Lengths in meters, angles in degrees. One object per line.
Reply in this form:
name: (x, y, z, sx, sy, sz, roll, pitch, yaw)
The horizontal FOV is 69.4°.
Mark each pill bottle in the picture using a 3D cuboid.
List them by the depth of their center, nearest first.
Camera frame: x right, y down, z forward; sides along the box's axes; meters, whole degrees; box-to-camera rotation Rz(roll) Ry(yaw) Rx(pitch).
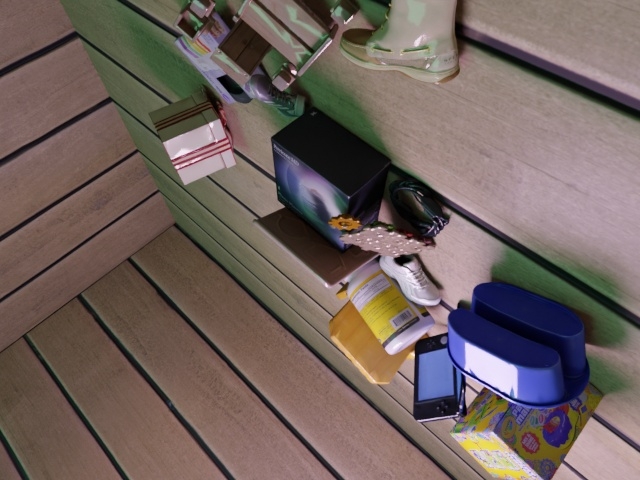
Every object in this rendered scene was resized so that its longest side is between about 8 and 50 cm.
pill bottle: (0.210, 0.194, 1.547, 0.334, 0.188, 0.188, 55, 161, 22)

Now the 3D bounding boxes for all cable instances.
cable: (0.256, -0.089, 1.233, 0.184, 0.047, 0.150, 43, 163, 6)

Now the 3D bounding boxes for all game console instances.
game console: (0.362, 0.377, 1.425, 0.250, 0.293, 0.173, -25, 126, 34)

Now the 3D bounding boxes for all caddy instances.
caddy: (0.472, 0.258, 1.136, 0.341, 0.241, 0.179, 25, 144, 45)

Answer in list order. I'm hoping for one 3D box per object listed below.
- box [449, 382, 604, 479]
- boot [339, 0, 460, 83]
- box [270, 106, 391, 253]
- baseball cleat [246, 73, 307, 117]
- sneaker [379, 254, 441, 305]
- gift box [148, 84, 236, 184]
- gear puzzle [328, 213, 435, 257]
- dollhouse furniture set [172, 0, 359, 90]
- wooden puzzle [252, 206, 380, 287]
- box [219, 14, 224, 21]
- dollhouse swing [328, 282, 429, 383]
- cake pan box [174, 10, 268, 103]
box: (0.558, 0.487, 1.283, 0.177, 0.290, 0.279, 44, 158, 12)
boot: (0.135, -0.412, 0.842, 0.262, 0.095, 0.203, 31, 153, 32)
box: (0.021, -0.169, 1.345, 0.296, 0.183, 0.294, 39, 155, 21)
baseball cleat: (-0.105, -0.401, 1.275, 0.110, 0.072, 0.206, 6, 175, 30)
sneaker: (0.285, 0.108, 1.438, 0.232, 0.090, 0.115, 42, 154, 14)
gift box: (-0.484, -0.419, 1.781, 0.276, 0.258, 0.255, 58, 168, 32)
gear puzzle: (0.151, -0.020, 1.276, 0.339, 0.044, 0.176, 18, 157, -38)
dollhouse furniture set: (-0.118, -0.548, 1.065, 0.303, 0.173, 0.356, 36, 143, -21)
wooden puzzle: (0.000, 0.000, 1.471, 0.322, 0.348, 0.080, 40, 128, 20)
box: (-0.320, -0.628, 1.417, 0.137, 0.027, 0.094, 18, 145, 51)
dollhouse swing: (0.172, 0.350, 1.758, 0.347, 0.305, 0.315, 48, 158, -1)
cake pan box: (-0.295, -0.540, 1.410, 0.267, 0.070, 0.246, 47, 163, -33)
